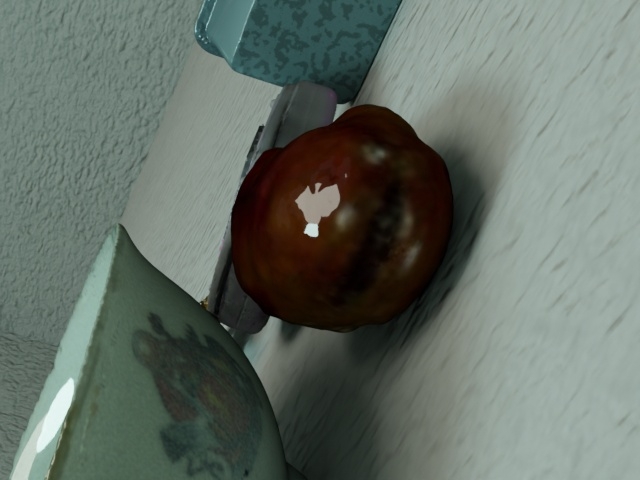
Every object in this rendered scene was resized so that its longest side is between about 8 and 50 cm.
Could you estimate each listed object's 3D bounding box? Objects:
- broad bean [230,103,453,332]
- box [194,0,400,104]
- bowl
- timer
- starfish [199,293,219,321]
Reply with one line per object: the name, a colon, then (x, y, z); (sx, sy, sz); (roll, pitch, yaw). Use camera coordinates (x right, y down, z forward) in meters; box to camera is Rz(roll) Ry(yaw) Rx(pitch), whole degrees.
broad bean: (0.007, -0.017, 0.691); (0.228, 0.122, 0.156); (-163, 88, -71)
box: (-0.007, -0.245, 0.962); (0.227, 0.162, 0.130); (-65, 27, 23)
bowl: (-0.125, 0.220, 0.709); (0.435, 0.196, 0.435); (-159, 90, -75)
timer: (-0.043, -0.031, 0.921); (0.191, 0.069, 0.208); (-76, 3, -51)
starfish: (-0.117, 0.090, 1.074); (0.213, 0.057, 0.238); (-75, 2, -88)
